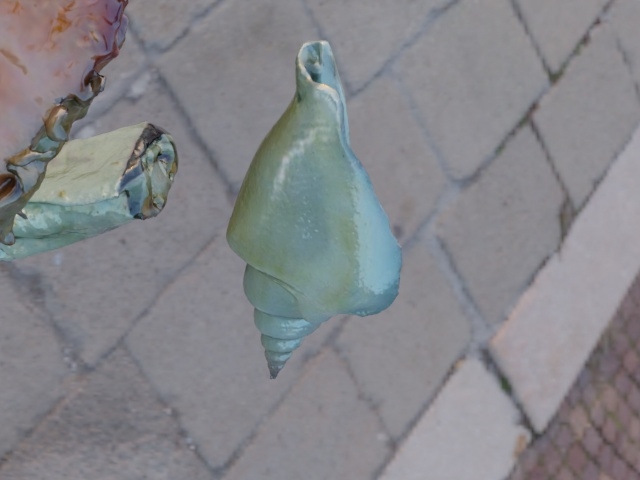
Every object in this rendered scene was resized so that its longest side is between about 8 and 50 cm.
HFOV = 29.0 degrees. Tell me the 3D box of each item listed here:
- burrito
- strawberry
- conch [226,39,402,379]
[{"bbox_3d":[-0.252,-0.039,1.152,0.144,0.229,0.089,-73,149,-62],"label":"burrito"},{"bbox_3d":[-0.270,-0.126,0.778,0.280,0.150,0.253,20,104,-9],"label":"strawberry"},{"bbox_3d":[-0.007,-0.001,0.564,0.065,0.088,0.180,-4,127,-18],"label":"conch"}]
